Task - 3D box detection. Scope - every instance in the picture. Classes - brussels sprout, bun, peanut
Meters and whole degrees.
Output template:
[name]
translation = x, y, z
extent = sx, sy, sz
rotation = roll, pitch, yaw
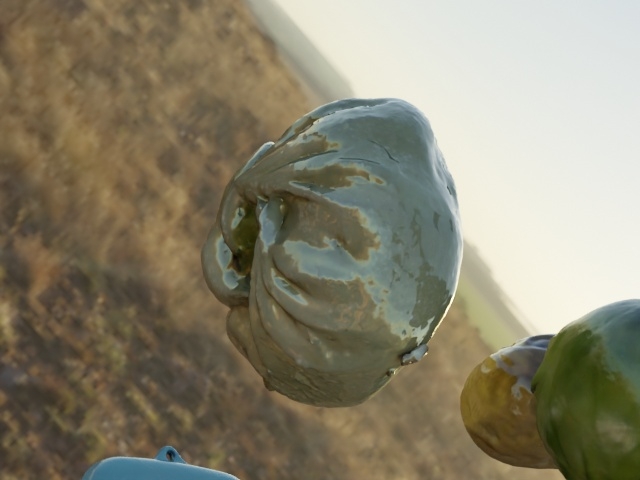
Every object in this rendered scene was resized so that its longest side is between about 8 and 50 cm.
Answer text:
[brussels sprout]
translation = 0.222, 0.097, 0.881
extent = 0.149, 0.151, 0.122
rotation = 22, -47, 27
[bun]
translation = 0.000, 0.000, 0.978
extent = 0.160, 0.259, 0.259
rotation = 23, 16, -22
[peanut]
translation = 0.231, 0.137, 1.061
extent = 0.236, 0.110, 0.120
rotation = 6, 13, -12

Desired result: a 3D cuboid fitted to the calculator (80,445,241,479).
[calculator]
translation = -0.115, 0.367, 1.183
extent = 0.256, 0.054, 0.386
rotation = 18, 47, -41
